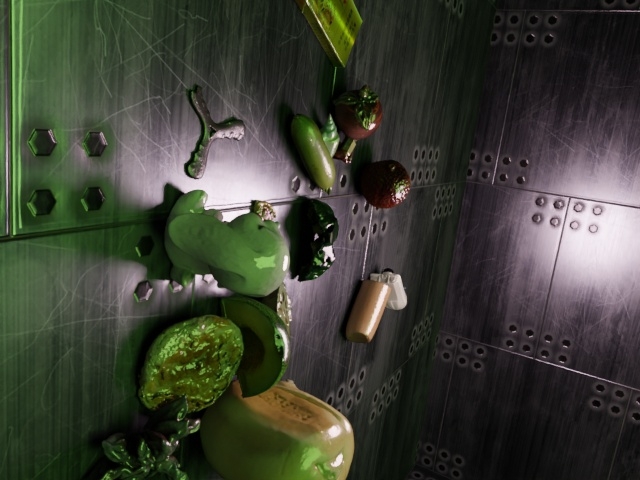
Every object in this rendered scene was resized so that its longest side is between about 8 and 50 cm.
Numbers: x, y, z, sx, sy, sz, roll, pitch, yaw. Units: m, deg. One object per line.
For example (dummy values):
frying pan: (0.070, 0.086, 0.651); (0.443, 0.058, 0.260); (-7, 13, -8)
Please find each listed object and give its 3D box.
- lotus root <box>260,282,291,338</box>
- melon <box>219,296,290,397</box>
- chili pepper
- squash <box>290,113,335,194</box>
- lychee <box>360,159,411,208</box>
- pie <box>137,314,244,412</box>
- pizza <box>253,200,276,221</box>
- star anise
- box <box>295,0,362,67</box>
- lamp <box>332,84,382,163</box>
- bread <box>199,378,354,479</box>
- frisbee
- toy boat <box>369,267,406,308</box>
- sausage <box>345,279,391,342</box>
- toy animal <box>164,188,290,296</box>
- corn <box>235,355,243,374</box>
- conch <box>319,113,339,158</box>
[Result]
lotus root: (-0.135, 0.214, 1.514); (0.203, 0.077, 0.183); (71, 16, -71)
melon: (-0.139, 0.257, 1.364); (0.129, 0.169, 0.265); (-13, 91, -56)
chili pepper: (0.007, -0.002, 1.658); (0.148, 0.116, 0.265); (-31, 129, -57)
squash: (-0.008, -0.235, 1.557); (0.095, 0.094, 0.341); (-62, 150, -25)
lychee: (0.233, -0.203, 1.920); (0.194, 0.194, 0.195); (-35, 131, -52)
pie: (-0.298, 0.291, 1.236); (0.274, 0.055, 0.274); (-23, 126, -36)
pizza: (-0.145, -0.067, 1.442); (0.099, 0.029, 0.100); (-26, 124, -57)
star anise: (-0.374, 0.464, 1.153); (0.282, 0.129, 0.212); (-10, 127, -41)
box: (0.026, -0.652, 1.482); (0.311, 0.043, 0.173); (40, 67, -60)
lamp: (0.116, -0.370, 1.662); (0.215, 0.151, 0.223); (-56, 148, -27)
bread: (-0.111, 0.546, 1.406); (0.348, 0.376, 0.253); (6, 97, -64)
frisbee: (-0.251, -0.253, 1.180); (0.211, 0.012, 0.187); (-56, 146, -32)
toy boat: (0.302, 0.208, 2.292); (0.141, 0.140, 0.269); (-67, 153, -17)
sausage: (0.186, 0.288, 2.112); (0.123, 0.123, 0.253); (48, 60, -57)
toy animal: (-0.190, 0.033, 1.154); (0.206, 0.264, 0.272); (-62, 151, -23)
corn: (-0.207, 0.327, 1.451); (0.237, 0.079, 0.080); (-7, 108, -61)
conch: (0.022, -0.302, 1.605); (0.088, 0.065, 0.180); (-50, 151, -43)
